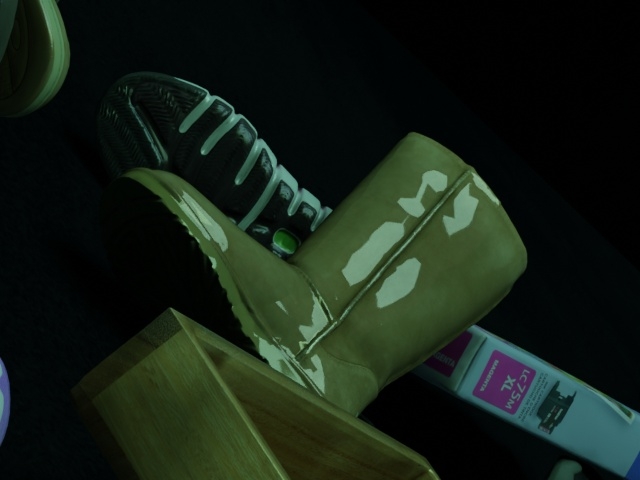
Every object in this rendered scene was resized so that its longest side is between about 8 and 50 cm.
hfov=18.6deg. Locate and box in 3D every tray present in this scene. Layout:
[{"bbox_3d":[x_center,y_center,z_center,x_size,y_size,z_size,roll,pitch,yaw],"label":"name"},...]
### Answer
[{"bbox_3d":[0.025,0.183,1.064,0.203,0.076,0.411,54,6,25],"label":"tray"}]

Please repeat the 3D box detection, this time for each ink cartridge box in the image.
[{"bbox_3d":[0.162,0.121,1.612,0.311,0.065,0.186,31,-2,-40],"label":"ink cartridge box"}]

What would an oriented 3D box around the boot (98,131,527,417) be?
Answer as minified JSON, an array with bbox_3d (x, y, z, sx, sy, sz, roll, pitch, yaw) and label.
[{"bbox_3d":[0.000,0.000,1.316,0.236,0.089,0.269,57,46,-10],"label":"boot"}]

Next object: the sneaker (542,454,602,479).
[{"bbox_3d":[0.223,0.242,1.580,0.130,0.087,0.227,38,5,17],"label":"sneaker"}]

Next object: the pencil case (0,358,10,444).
[{"bbox_3d":[-0.213,0.043,0.769,0.206,0.086,0.088,33,33,-50],"label":"pencil case"}]

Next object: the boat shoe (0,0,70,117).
[{"bbox_3d":[-0.237,-0.187,1.317,0.089,0.104,0.285,23,27,-56],"label":"boat shoe"}]

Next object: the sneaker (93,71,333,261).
[{"bbox_3d":[-0.058,-0.012,1.469,0.281,0.106,0.162,40,-7,-5],"label":"sneaker"}]

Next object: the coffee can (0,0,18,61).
[{"bbox_3d":[-0.275,-0.127,0.808,0.201,0.201,0.275,51,13,11],"label":"coffee can"}]

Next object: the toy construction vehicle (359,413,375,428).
[{"bbox_3d":[-0.005,0.106,1.392,0.098,0.035,0.086,41,22,-36],"label":"toy construction vehicle"}]
